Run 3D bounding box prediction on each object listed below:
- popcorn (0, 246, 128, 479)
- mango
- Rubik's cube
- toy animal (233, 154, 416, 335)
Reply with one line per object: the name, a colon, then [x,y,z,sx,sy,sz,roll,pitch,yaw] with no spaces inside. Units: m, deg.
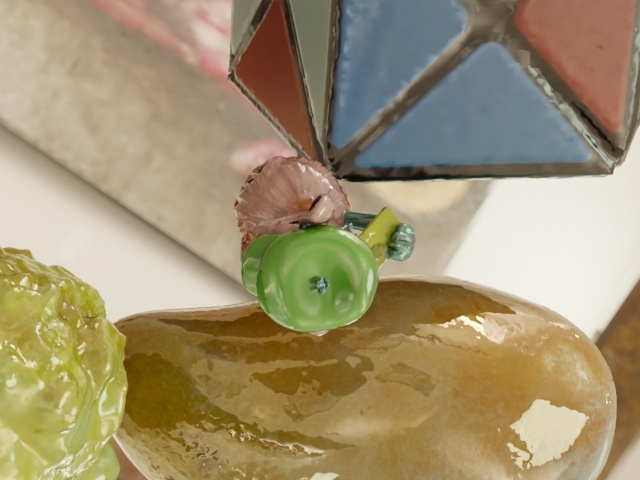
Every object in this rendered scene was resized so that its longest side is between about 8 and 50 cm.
popcorn: [-0.232,0.110,1.097,0.256,0.195,0.255,-43,142,-5]
mango: [0.028,0.122,1.296,0.221,0.384,0.199,124,-31,-51]
Rubik's cube: [0.084,-0.194,1.348,0.250,0.248,0.246,-130,-139,-60]
toy animal: [0.000,0.000,1.103,0.208,0.103,0.100,-152,-117,-83]
